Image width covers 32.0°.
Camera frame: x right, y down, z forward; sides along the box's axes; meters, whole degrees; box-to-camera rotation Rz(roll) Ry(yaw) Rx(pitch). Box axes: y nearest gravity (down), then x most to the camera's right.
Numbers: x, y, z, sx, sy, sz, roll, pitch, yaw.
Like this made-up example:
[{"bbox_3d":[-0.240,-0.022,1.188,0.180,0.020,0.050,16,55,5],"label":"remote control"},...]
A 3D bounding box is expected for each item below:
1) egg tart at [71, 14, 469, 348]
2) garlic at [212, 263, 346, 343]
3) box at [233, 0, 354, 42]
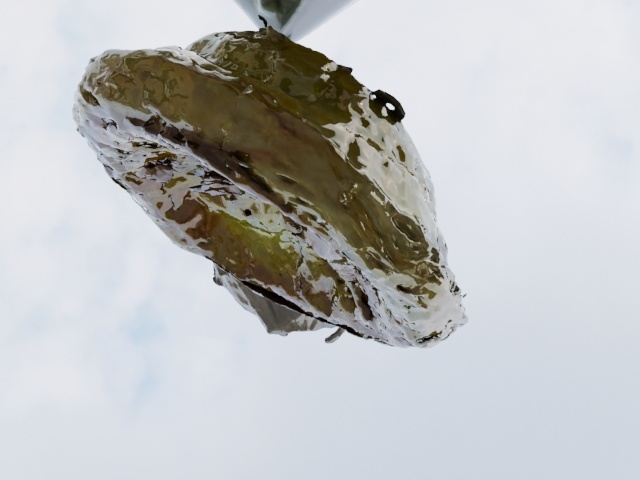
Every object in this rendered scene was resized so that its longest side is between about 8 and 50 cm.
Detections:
[{"bbox_3d":[-0.018,-0.038,0.707,0.290,0.290,0.115,26,-106,27],"label":"egg tart"},{"bbox_3d":[0.000,0.000,1.180,0.229,0.143,0.178,7,-126,-9],"label":"garlic"},{"bbox_3d":[0.122,-0.343,0.801,0.111,0.396,0.396,44,-131,3],"label":"box"}]
